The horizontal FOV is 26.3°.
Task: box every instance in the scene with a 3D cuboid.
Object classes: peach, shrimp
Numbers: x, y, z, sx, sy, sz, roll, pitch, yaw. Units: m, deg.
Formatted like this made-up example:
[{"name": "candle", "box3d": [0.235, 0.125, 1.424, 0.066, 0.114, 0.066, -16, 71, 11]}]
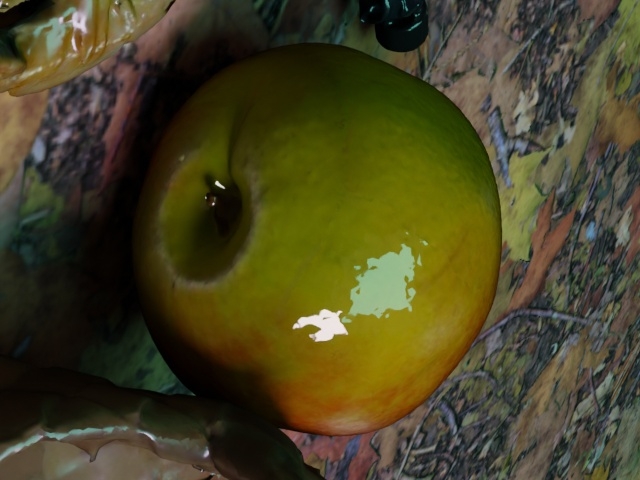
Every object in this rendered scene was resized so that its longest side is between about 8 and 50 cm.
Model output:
[{"name": "peach", "box3d": [0.000, 0.000, 0.797, 0.231, 0.231, 0.231, -37, 142, -37]}, {"name": "shrimp", "box3d": [-0.142, -0.119, 0.625, 0.267, 0.061, 0.145, -40, 153, -38]}]

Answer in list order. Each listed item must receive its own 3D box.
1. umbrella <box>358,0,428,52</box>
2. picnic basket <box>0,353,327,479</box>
[{"name": "umbrella", "box3d": [0.047, -0.209, 0.842, 0.224, 0.080, 0.071, 79, 12, -52]}, {"name": "picnic basket", "box3d": [-0.083, 0.230, 0.682, 0.293, 0.337, 0.337, -63, 150, 1]}]
